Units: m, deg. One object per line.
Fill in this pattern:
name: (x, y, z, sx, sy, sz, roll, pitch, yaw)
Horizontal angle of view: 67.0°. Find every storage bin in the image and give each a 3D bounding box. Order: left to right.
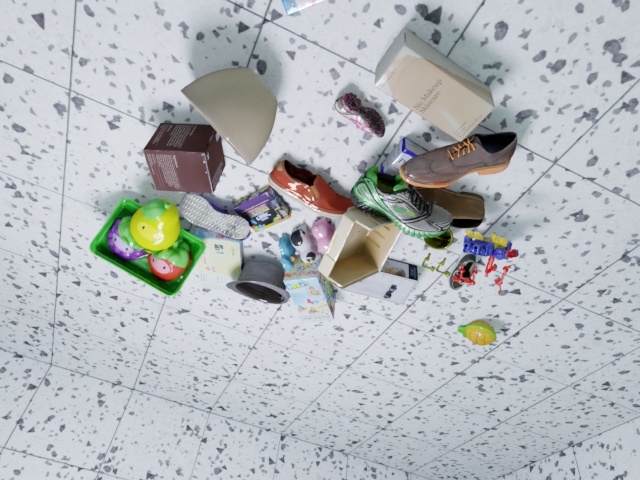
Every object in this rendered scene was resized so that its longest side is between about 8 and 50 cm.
storage bin: (0.146, 0.009, 1.676, 0.123, 0.260, 0.262, 41, 125, 24)

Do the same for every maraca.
maraca: (0.692, 0.413, 2.143, 0.127, 0.099, 0.185, 46, 150, -18)

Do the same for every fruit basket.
fruit basket: (-0.623, 0.005, 1.780, 0.392, 0.283, 0.392, 26, 163, 9)

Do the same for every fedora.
fedora: (-0.242, 0.165, 2.005, 0.275, 0.124, 0.243, 26, 151, -29)

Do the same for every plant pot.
plant pot: (-0.237, -0.389, 1.411, 0.191, 0.284, 0.284, -43, 122, -2)

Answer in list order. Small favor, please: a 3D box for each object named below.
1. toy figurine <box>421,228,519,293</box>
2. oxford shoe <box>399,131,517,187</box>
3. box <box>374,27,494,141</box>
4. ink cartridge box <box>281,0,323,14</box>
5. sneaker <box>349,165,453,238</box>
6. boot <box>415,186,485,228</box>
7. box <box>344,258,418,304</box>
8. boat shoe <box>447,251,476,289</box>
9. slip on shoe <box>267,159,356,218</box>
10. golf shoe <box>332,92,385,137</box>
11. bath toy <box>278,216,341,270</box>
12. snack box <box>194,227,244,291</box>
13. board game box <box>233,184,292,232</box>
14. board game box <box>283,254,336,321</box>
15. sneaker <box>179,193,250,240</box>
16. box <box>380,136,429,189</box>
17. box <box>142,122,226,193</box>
toy figurine: (0.568, 0.049, 1.729, 0.217, 0.362, 0.191, -3, 102, -38)
oxford shoe: (0.410, -0.258, 1.442, 0.363, 0.130, 0.133, -15, 152, -11)
box: (0.315, -0.430, 1.349, 0.311, 0.121, 0.148, 26, 132, -16)
ink cartridge box: (-0.019, -0.659, 1.218, 0.181, 0.062, 0.104, -11, 132, 20)
sneaker: (0.272, -0.120, 1.546, 0.343, 0.134, 0.146, 22, 139, -6)
boot: (0.411, -0.110, 1.657, 0.305, 0.115, 0.112, 6, 138, 6)
box: (0.230, 0.150, 1.961, 0.289, 0.087, 0.169, 14, 135, -4)
boat shoe: (0.555, 0.133, 1.902, 0.077, 0.070, 0.219, 8, 135, 1)
slip on shoe: (-0.017, -0.173, 1.666, 0.331, 0.123, 0.101, 27, 129, -10)
golf shoe: (0.121, -0.377, 1.483, 0.186, 0.068, 0.086, 35, 156, -24)
bath toy: (0.000, 0.000, 1.822, 0.348, 0.129, 0.151, -26, 125, 29)
snack box: (-0.417, 0.090, 2.025, 0.187, 0.060, 0.322, 8, 135, 1)
board game box: (-0.215, -0.114, 1.799, 0.170, 0.048, 0.141, -22, 128, 28)
board game box: (-0.039, 0.198, 2.012, 0.144, 0.142, 0.275, -7, 133, 14)
sneaker: (-0.394, -0.073, 1.832, 0.293, 0.102, 0.146, 27, 173, 7)
box: (0.284, -0.243, 1.574, 0.126, 0.072, 0.137, 26, 132, -17)
box: (-0.442, -0.272, 1.594, 0.203, 0.169, 0.167, 4, 134, 6)
